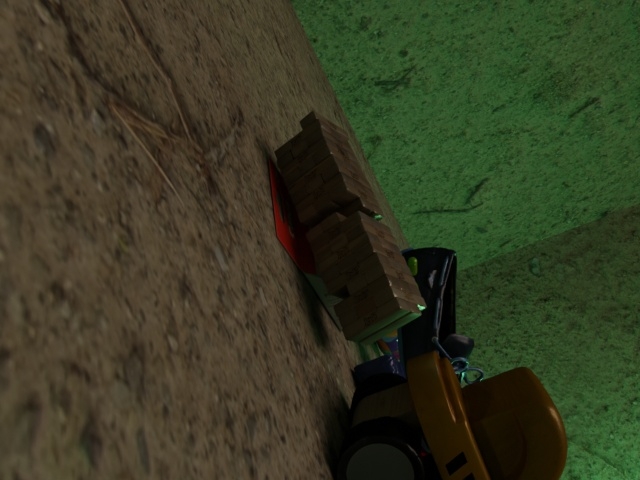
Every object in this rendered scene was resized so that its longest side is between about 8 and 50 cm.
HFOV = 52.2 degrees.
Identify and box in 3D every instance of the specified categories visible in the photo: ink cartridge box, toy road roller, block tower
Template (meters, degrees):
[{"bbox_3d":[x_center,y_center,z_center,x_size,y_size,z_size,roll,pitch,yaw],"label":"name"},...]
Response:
[{"bbox_3d":[0.000,0.000,0.982,0.189,0.066,0.232,-101,169,-46],"label":"ink cartridge box"},{"bbox_3d":[0.176,0.288,0.756,0.202,0.241,0.329,-45,112,-79],"label":"toy road roller"},{"bbox_3d":[0.035,-0.021,0.922,0.091,0.097,0.335,23,40,-51],"label":"block tower"}]

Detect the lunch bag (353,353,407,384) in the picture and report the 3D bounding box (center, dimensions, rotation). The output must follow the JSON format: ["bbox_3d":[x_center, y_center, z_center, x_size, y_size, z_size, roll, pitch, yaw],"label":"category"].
[{"bbox_3d":[0.094,0.216,0.973,0.098,0.067,0.065,48,22,-60],"label":"lunch bag"}]

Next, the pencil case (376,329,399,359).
[{"bbox_3d":[0.115,0.124,1.196,0.104,0.105,0.236,-101,167,-45],"label":"pencil case"}]

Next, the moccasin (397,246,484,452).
[{"bbox_3d":[0.194,0.171,1.074,0.138,0.117,0.341,22,59,-66],"label":"moccasin"}]

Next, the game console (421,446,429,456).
[{"bbox_3d":[0.133,0.366,1.016,0.124,0.085,0.144,39,1,17],"label":"game console"}]

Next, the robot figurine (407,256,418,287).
[{"bbox_3d":[0.111,0.064,1.048,0.115,0.101,0.067,55,-16,0],"label":"robot figurine"}]
